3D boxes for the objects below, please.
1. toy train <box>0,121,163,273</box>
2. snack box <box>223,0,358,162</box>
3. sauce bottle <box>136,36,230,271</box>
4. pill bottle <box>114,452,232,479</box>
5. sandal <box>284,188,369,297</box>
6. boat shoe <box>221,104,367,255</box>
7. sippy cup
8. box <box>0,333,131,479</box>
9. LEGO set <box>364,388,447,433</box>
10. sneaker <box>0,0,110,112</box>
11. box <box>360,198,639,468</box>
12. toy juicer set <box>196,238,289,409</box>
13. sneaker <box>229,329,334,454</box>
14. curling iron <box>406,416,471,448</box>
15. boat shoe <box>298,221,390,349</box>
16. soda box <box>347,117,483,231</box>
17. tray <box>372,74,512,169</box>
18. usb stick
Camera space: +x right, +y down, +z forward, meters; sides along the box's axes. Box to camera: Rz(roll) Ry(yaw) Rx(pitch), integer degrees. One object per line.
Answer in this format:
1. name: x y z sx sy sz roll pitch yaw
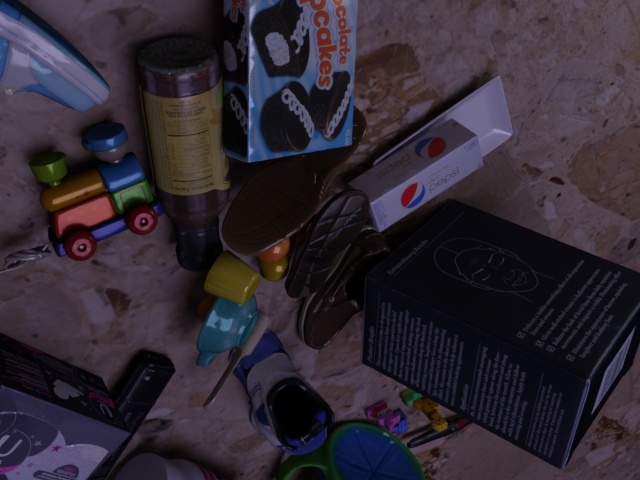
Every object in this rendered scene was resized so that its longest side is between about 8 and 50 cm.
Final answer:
1. toy train: -0.345 -0.050 1.128 0.248 0.105 0.143 -24 122 -18
2. snack box: -0.036 -0.274 1.126 0.187 0.060 0.321 -15 114 -40
3. sauce bottle: -0.182 -0.106 1.191 0.111 0.111 0.344 -20 135 -23
4. pill bottle: -0.237 0.490 1.561 0.160 0.160 0.283 -46 136 2
5. sandal: 0.000 0.000 1.378 0.090 0.060 0.219 2 130 -34
6. boat shoe: -0.037 -0.083 1.276 0.285 0.104 0.089 -46 180 -17
7. sippy cup: 0.067 0.536 1.784 0.240 0.305 0.224 -28 154 -56
8. box: -0.435 0.264 1.260 0.163 0.142 0.247 -48 136 4
9. LEGO set: 0.218 0.367 1.843 0.227 0.093 0.087 -25 133 -19
10. sneaker: -0.410 -0.189 0.955 0.319 0.127 0.208 33 98 -36
11. box: 0.310 0.140 1.465 0.293 0.396 0.212 -38 142 -40
12. toy juicer set: -0.134 0.099 1.385 0.209 0.090 0.329 -52 166 -44
13. sneaker: -0.053 0.321 1.550 0.127 0.182 0.315 -32 135 -10
14. curling iron: 0.309 0.416 1.988 0.274 0.035 0.068 -19 127 -24
15. boat shoe: 0.042 0.096 1.511 0.095 0.095 0.257 5 118 -38
16. soda box: 0.157 -0.109 1.411 0.216 0.074 0.069 -32 134 -11
17. tray: 0.209 -0.164 1.483 0.270 0.030 0.145 -35 135 -8
18. usb stick: -0.335 0.304 1.434 0.077 0.045 0.278 18 110 -50
